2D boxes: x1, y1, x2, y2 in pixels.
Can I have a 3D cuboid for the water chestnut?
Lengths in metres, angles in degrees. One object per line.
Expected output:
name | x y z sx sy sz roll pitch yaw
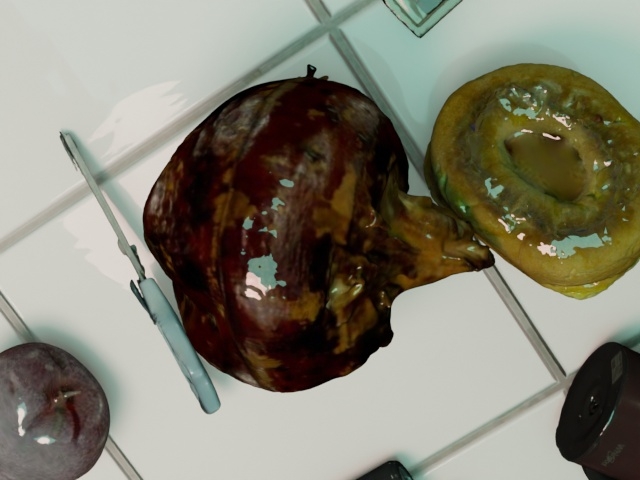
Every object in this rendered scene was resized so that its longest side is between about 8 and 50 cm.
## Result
water chestnut | 0.000 0.000 1.293 0.346 0.335 0.335 16 106 15

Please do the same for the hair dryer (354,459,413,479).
hair dryer | 0.092 0.375 1.538 0.124 0.071 0.219 -29 109 9

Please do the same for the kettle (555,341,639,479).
kettle | 0.394 0.242 1.454 0.232 0.144 0.202 24 125 -8

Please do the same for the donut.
donut | 0.238 -0.074 1.333 0.261 0.128 0.208 35 89 14

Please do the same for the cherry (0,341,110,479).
cherry | -0.324 0.207 1.465 0.176 0.140 0.176 11 121 19

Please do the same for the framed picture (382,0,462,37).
framed picture | 0.088 -0.371 1.350 0.192 0.018 0.265 -42 101 13

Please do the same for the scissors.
scissors | -0.206 0.035 1.423 0.029 0.191 0.360 -31 87 -8
